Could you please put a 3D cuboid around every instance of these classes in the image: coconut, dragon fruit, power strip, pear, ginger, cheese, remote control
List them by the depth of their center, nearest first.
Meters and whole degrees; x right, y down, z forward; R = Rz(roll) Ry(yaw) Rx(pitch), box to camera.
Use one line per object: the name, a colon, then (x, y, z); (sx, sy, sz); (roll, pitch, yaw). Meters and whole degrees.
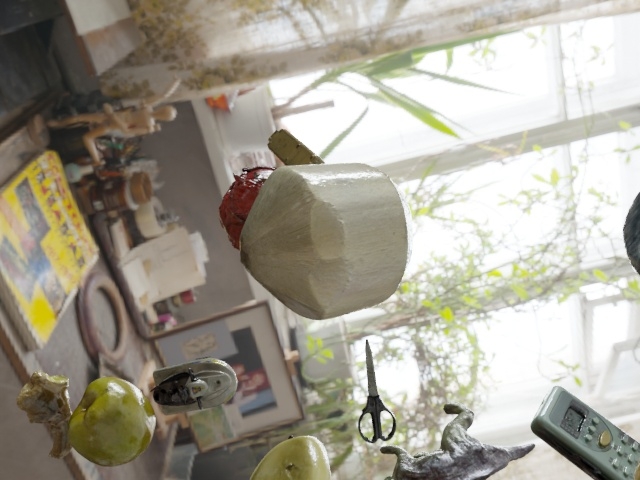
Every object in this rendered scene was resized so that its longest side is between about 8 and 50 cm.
coconut: (0.000, 0.000, 1.035); (0.237, 0.266, 0.237); (14, -74, 58)
remote control: (0.543, 0.404, 1.288); (0.140, 0.296, 0.056); (-36, 157, -47)
power strip: (-0.058, -0.192, 1.526); (0.044, 0.064, 0.305); (39, 5, -29)
pear: (-0.475, 0.419, 1.564); (0.200, 0.200, 0.199); (-13, 90, -85)
dragon fruit: (-0.112, -0.051, 1.579); (0.252, 0.241, 0.241); (40, -1, 10)
ginger: (-0.678, 0.450, 1.725); (0.131, 0.086, 0.294); (-42, 141, -47)
cheese: (-0.082, 0.664, 1.872); (0.316, 0.260, 0.128); (-64, 143, -53)

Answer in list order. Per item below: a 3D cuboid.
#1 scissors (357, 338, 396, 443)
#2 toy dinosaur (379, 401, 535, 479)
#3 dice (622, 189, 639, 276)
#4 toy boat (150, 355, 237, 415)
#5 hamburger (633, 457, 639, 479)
scissors: (0.146, 0.419, 1.910); (0.022, 0.109, 0.299); (-121, -157, -84)
toy dinosaur: (0.173, 0.333, 1.005); (0.162, 0.294, 0.077); (10, -58, 58)
dice: (0.561, -0.013, 0.975); (0.182, 0.182, 0.183); (-70, -174, -51)
toy boat: (-0.346, 0.387, 1.805); (0.141, 0.269, 0.140); (18, 64, -42)
hamburger: (0.430, 0.277, 0.764); (0.135, 0.155, 0.207); (113, -12, -64)
